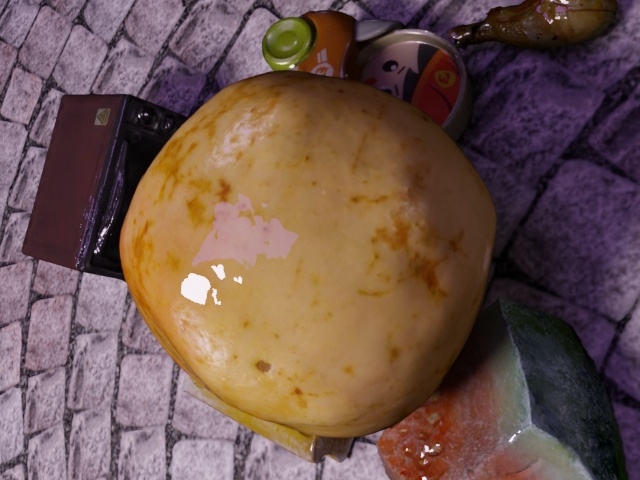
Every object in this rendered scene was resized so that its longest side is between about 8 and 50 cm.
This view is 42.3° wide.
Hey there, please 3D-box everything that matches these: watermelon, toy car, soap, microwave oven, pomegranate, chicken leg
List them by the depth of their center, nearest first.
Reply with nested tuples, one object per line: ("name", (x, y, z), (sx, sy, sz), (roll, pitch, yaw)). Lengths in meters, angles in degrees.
("pomegranate", (0.000, 0.000, 0.747), (0.342, 0.342, 0.343), (-12, 70, 37))
("watermelon", (0.141, 0.203, 0.770), (0.256, 0.139, 0.193), (-40, 47, 34))
("chicken leg", (0.215, -0.232, 0.852), (0.178, 0.070, 0.093), (-7, 56, 45))
("toy car", (0.061, -0.162, 0.930), (0.235, 0.145, 0.235), (-7, 69, 18))
("soap", (-0.054, 0.150, 0.962), (0.232, 0.073, 0.140), (17, 88, 42))
("microwave oven", (-0.262, -0.063, 1.126), (0.188, 0.178, 0.248), (8, 84, 41))
